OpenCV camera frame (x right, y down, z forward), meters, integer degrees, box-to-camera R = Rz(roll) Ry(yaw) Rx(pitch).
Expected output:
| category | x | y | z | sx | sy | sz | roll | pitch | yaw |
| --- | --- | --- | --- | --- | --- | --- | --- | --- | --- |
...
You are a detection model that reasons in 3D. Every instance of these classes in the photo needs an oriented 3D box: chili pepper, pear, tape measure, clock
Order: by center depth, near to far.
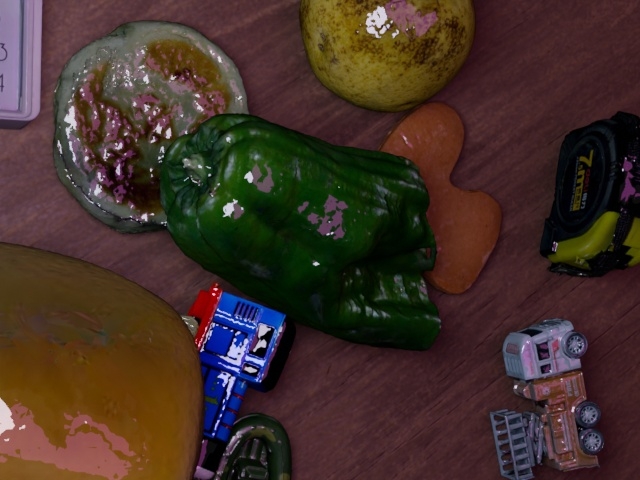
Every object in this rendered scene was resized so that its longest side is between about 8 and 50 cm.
| category | x | y | z | sx | sy | sz | roll | pitch | yaw |
| --- | --- | --- | --- | --- | --- | --- | --- | --- | --- |
| clock | -0.384 | -0.192 | 1.466 | 0.197 | 0.063 | 0.150 | 3 | 85 | -24 |
| chili pepper | 0.005 | 0.004 | 1.529 | 0.385 | 0.213 | 0.167 | 27 | 34 | -37 |
| pear | 0.078 | -0.240 | 1.611 | 0.197 | 0.197 | 0.197 | 2 | 86 | -24 |
| tape measure | 0.350 | -0.049 | 1.720 | 0.112 | 0.186 | 0.199 | 11 | 81 | -15 |

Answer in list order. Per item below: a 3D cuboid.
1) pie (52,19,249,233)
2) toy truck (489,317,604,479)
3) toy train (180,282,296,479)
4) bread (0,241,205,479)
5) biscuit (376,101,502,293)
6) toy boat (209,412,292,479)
| category | x | y | z | sx | sy | sz | roll | pitch | yaw |
| --- | --- | --- | --- | --- | --- | --- | --- | --- | --- |
| pie | -0.178 | -0.120 | 1.560 | 0.240 | 0.054 | 0.240 | 1 | 87 | -23 |
| toy truck | 0.262 | 0.188 | 1.726 | 0.115 | 0.080 | 0.177 | -11 | 93 | -15 |
| toy train | -0.119 | 0.154 | 1.535 | 0.131 | 0.083 | 0.204 | 20 | 78 | 5 |
| bread | -0.298 | 0.155 | 1.330 | 0.376 | 0.253 | 0.348 | 15 | 41 | -13 |
| biscuit | 0.143 | -0.054 | 1.710 | 0.192 | 0.036 | 0.186 | 40 | 71 | -18 |
| toy boat | -0.084 | 0.292 | 1.576 | 0.104 | 0.052 | 0.210 | 14 | 82 | -21 |
